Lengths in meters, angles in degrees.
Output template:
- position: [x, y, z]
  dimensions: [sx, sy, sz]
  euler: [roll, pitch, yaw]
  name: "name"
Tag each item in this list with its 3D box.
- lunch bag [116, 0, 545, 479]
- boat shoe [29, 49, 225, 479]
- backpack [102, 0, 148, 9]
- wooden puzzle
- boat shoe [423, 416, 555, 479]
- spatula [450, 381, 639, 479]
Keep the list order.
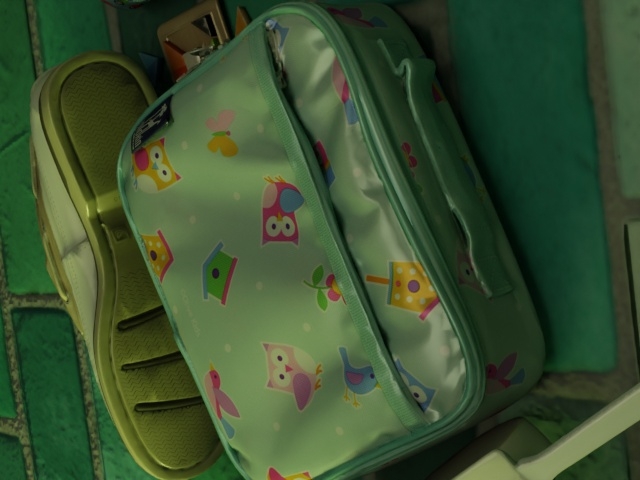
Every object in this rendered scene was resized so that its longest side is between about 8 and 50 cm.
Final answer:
- position: [0.000, 0.000, 0.746]
  dimensions: [0.224, 0.108, 0.279]
  euler: [-33, 77, 41]
  name: "lunch bag"
- position: [-0.134, 0.019, 0.885]
  dimensions: [0.103, 0.113, 0.302]
  euler: [-4, 99, 64]
  name: "boat shoe"
- position: [-0.142, -0.236, 0.823]
  dimensions: [0.173, 0.117, 0.158]
  euler: [-15, 88, 46]
  name: "backpack"
- position: [-0.085, -0.127, 0.861]
  dimensions: [0.116, 0.014, 0.078]
  euler: [-27, 80, 42]
  name: "wooden puzzle"
- position: [0.067, 0.254, 0.749]
  dimensions: [0.158, 0.127, 0.340]
  euler: [45, 128, 9]
  name: "boat shoe"
- position: [0.171, 0.137, 0.612]
  dimensions: [0.242, 0.019, 0.168]
  euler: [-40, 100, 23]
  name: "spatula"
